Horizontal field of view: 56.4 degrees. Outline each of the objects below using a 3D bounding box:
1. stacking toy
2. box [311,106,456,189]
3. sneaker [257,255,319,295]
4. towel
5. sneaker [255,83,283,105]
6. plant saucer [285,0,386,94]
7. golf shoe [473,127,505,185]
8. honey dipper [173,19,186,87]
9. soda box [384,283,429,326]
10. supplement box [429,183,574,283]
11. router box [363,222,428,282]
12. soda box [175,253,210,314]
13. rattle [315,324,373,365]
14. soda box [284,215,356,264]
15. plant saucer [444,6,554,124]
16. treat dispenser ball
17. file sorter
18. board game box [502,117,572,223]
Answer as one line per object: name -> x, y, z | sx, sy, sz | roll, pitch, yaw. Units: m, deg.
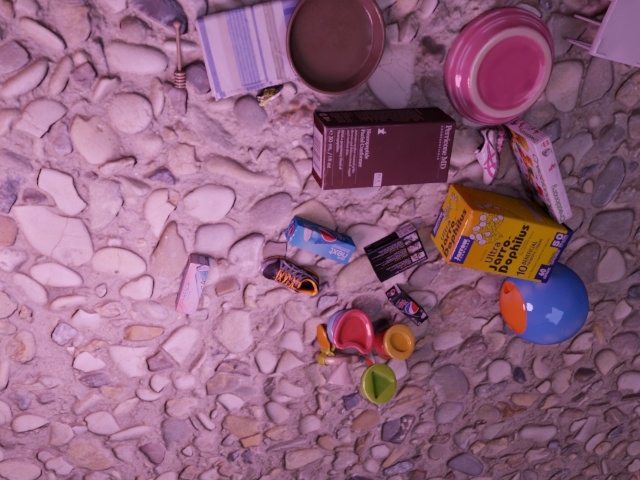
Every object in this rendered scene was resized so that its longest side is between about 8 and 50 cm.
stacking toy -> 0.140, 0.387, 2.009 | 0.308, 0.130, 0.280 | 25, 71, -22
box -> 0.173, -0.260, 1.687 | 0.381, 0.143, 0.191 | -6, 121, -14
sneaker -> -0.093, 0.114, 1.863 | 0.214, 0.083, 0.084 | 17, 115, -22
towel -> -0.162, -0.491, 1.522 | 0.284, 0.034, 0.209 | -16, 120, -8
sneaker -> -0.136, -0.392, 1.586 | 0.083, 0.031, 0.035 | -36, 122, 7
plant saucer -> 0.037, -0.517, 1.535 | 0.277, 0.041, 0.278 | -10, 118, -19
golf shoe -> 0.512, -0.258, 1.831 | 0.085, 0.067, 0.186 | 7, 121, 12
honey dipper -> -0.354, -0.464, 1.487 | 0.030, 0.030, 0.161 | -4, 119, -13
soda box -> 0.296, 0.222, 2.045 | 0.053, 0.060, 0.169 | -43, 121, 10
supplement box -> 0.562, -0.021, 1.877 | 0.356, 0.195, 0.194 | 11, 116, -14
router box -> 0.245, 0.042, 1.935 | 0.178, 0.046, 0.133 | -27, 123, 1
soda box -> -0.389, 0.134, 1.808 | 0.062, 0.058, 0.183 | 12, 116, -21
rattle -> 0.084, 0.365, 2.065 | 0.199, 0.143, 0.130 | -1, 163, -10
soda box -> 0.000, 0.000, 1.831 | 0.210, 0.067, 0.071 | 20, 113, -25
plant saucer -> 0.518, -0.479, 1.684 | 0.332, 0.084, 0.332 | -7, 120, -12
treat dispenser ball -> 0.757, 0.208, 2.028 | 0.288, 0.288, 0.288 | -7, 121, -11
file sorter -> 0.821, -0.642, 1.619 | 0.192, 0.173, 0.278 | 6, 118, -20
board game box -> 0.658, -0.215, 1.811 | 0.053, 0.193, 0.305 | -30, 122, 3
